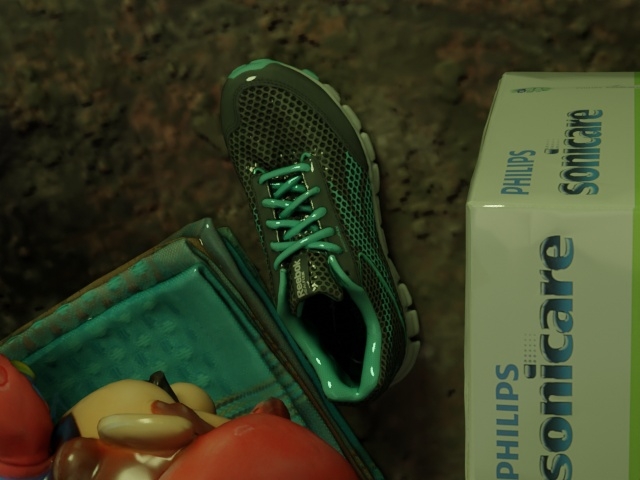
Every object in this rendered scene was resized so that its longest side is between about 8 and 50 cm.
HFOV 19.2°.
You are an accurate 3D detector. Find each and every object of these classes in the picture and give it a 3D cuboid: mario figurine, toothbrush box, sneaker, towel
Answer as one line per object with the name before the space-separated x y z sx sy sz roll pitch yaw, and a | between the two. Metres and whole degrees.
mario figurine | -0.135 0.090 0.837 0.320 0.198 0.170 12 70 4
toothbrush box | 0.204 0.011 0.741 0.283 0.206 0.122 2 109 8
sneaker | 0.000 0.000 0.840 0.065 0.076 0.166 -21 103 14
towel | -0.130 0.189 0.943 0.370 0.040 0.271 -30 100 17
